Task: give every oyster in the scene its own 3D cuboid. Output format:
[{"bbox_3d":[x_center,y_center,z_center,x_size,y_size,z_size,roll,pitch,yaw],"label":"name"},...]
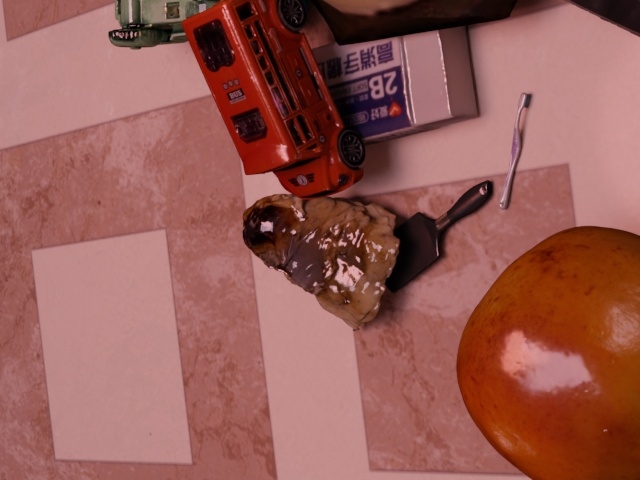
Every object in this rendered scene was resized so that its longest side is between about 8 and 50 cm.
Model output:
[{"bbox_3d":[-0.010,0.009,1.586,0.233,0.107,0.161,32,108,40],"label":"oyster"}]

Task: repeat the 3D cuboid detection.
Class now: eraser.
[{"bbox_3d":[0.075,-0.178,1.518,0.210,0.068,0.124,-11,84,43],"label":"eraser"}]

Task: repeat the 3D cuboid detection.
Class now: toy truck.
[{"bbox_3d":[-0.148,-0.319,1.654,0.279,0.156,0.155,4,97,44],"label":"toy truck"},{"bbox_3d":[-0.053,-0.158,1.491,0.107,0.114,0.252,-14,103,44],"label":"toy truck"}]

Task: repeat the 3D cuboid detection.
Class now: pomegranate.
[{"bbox_3d":[0.268,0.120,1.252,0.264,0.264,0.264,5,97,43],"label":"pomegranate"}]

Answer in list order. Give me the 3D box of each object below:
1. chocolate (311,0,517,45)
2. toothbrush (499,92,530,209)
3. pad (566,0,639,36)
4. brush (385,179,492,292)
[{"bbox_3d":[0.029,-0.394,1.359,0.314,0.297,0.326,0,84,42],"label":"chocolate"},{"bbox_3d":[0.210,-0.096,1.436,0.011,0.013,0.131,29,114,49],"label":"toothbrush"},{"bbox_3d":[0.252,-0.311,1.261,0.233,0.022,0.174,24,110,-9],"label":"pad"},{"bbox_3d":[0.130,-0.010,1.516,0.193,0.016,0.063,-41,65,39],"label":"brush"}]
